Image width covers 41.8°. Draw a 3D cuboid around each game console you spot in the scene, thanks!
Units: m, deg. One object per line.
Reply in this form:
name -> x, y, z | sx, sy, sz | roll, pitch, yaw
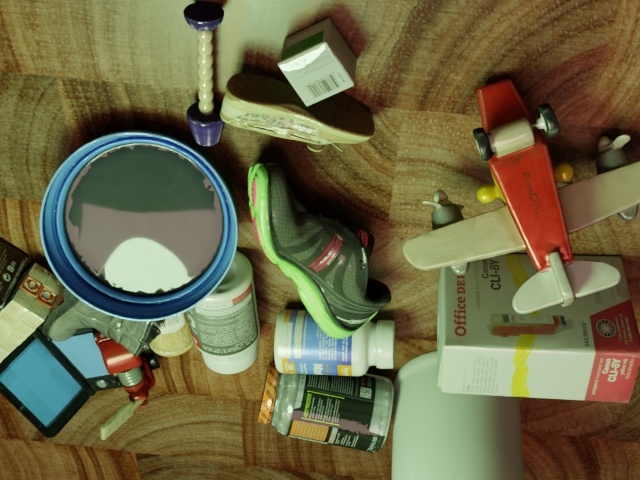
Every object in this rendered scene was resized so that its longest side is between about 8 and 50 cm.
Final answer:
game console -> -0.645, 0.349, 2.144 | 0.250, 0.173, 0.293 | -12, 131, 19

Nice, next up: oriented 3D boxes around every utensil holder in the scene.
utensil holder -> 0.331, 0.512, 2.017 | 0.327, 0.385, 0.328 | 4, 134, 4

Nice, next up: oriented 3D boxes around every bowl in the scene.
bowl -> -0.360, -0.032, 1.693 | 0.391, 0.077, 0.391 | -1, 106, -2

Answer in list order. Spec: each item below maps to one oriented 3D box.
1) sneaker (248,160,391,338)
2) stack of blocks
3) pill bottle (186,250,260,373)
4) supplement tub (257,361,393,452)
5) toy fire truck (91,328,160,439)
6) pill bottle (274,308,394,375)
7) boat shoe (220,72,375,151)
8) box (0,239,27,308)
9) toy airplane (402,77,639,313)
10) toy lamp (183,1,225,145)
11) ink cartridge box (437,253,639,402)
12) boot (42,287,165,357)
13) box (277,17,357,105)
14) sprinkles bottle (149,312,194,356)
sneaker -> 0.000, 0.000, 1.747 | 0.202, 0.185, 0.483 | -28, 130, 8
stack of blocks -> -0.728, 0.175, 1.985 | 0.087, 0.171, 0.297 | 38, 127, -21
pill bottle -> -0.223, 0.168, 1.917 | 0.161, 0.161, 0.283 | 3, 134, 6
supplement tub -> 0.011, 0.408, 2.095 | 0.316, 0.194, 0.194 | 13, 134, -4
toy fire truck -> -0.479, 0.332, 2.025 | 0.158, 0.246, 0.217 | -16, 133, -6
pill bottle -> 0.036, 0.239, 1.956 | 0.272, 0.152, 0.152 | 2, 134, 7
boat shoe -> -0.041, -0.230, 1.548 | 0.285, 0.105, 0.089 | 15, 139, -10
box -> -0.817, 0.094, 1.924 | 0.167, 0.168, 0.203 | 37, 128, -25
toy airplane -> 0.395, -0.058, 1.540 | 0.386, 0.272, 0.384 | 25, 101, 2
toy lamp -> -0.210, -0.293, 1.529 | 0.080, 0.080, 0.275 | 6, 135, 2
ink cartridge box -> 0.439, 0.174, 1.747 | 0.384, 0.279, 0.160 | 1, 133, 7
boot -> -0.490, 0.194, 1.894 | 0.222, 0.118, 0.338 | 38, 142, -5
box -> -0.004, -0.314, 1.474 | 0.101, 0.087, 0.102 | -20, 127, 25
sprinkles bottle -> -0.371, 0.113, 1.913 | 0.121, 0.121, 0.355 | 1, 134, 7
